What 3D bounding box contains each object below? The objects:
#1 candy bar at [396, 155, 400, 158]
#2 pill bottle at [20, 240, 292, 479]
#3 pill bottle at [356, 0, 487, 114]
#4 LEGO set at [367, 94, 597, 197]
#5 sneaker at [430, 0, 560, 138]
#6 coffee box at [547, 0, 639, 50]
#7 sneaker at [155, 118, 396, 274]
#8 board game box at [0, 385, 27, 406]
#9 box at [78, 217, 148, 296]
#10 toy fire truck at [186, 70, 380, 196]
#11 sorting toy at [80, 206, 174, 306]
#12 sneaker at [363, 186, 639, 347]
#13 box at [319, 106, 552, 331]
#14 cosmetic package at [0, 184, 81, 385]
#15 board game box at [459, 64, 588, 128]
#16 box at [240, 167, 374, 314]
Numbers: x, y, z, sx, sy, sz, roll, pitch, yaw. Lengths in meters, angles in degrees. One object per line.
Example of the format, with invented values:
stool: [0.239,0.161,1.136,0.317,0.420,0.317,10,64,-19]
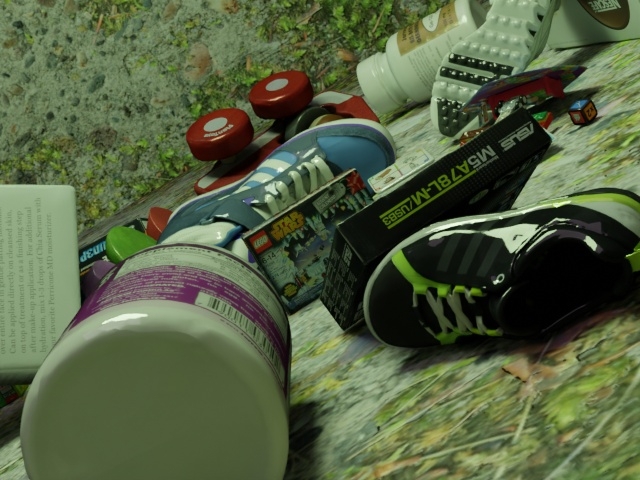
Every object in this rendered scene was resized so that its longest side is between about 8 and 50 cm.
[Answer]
candy bar: [0.042,-0.075,1.609,0.161,0.018,0.040,-36,9,-22]
pill bottle: [-0.104,0.094,0.847,0.169,0.169,0.301,-30,10,5]
pill bottle: [0.183,-0.311,1.992,0.229,0.131,0.131,-26,12,25]
LEGO set: [0.184,-0.087,1.284,0.244,0.060,0.182,-32,23,1]
sneaker: [0.247,-0.251,1.563,0.110,0.118,0.292,25,78,27]
coffee box: [0.437,-0.494,1.604,0.338,0.334,0.337,-34,12,-7]
sneaker: [-0.049,-0.015,1.362,0.323,0.130,0.236,-25,21,7]
board game box: [-0.491,0.227,1.611,0.181,0.043,0.092,-30,11,4]
box: [-0.333,0.035,1.874,0.220,0.051,0.175,-27,-10,15]
toy fire truck: [-0.033,-0.120,1.727,0.302,0.169,0.254,-37,36,-26]
sorting toy: [-0.262,0.060,1.624,0.126,0.127,0.365,-52,-1,18]
sneaker: [0.117,0.027,0.788,0.235,0.084,0.097,-24,15,32]
box: [0.089,-0.013,0.963,0.184,0.045,0.190,-35,-14,-16]
cosmetic package: [-0.521,0.061,1.373,0.453,0.230,0.161,0,-14,-20]
board game box: [0.248,-0.168,1.405,0.133,0.033,0.168,-11,-7,-10]
box: [0.000,0.000,1.191,0.137,0.094,0.027,-33,11,-8]
